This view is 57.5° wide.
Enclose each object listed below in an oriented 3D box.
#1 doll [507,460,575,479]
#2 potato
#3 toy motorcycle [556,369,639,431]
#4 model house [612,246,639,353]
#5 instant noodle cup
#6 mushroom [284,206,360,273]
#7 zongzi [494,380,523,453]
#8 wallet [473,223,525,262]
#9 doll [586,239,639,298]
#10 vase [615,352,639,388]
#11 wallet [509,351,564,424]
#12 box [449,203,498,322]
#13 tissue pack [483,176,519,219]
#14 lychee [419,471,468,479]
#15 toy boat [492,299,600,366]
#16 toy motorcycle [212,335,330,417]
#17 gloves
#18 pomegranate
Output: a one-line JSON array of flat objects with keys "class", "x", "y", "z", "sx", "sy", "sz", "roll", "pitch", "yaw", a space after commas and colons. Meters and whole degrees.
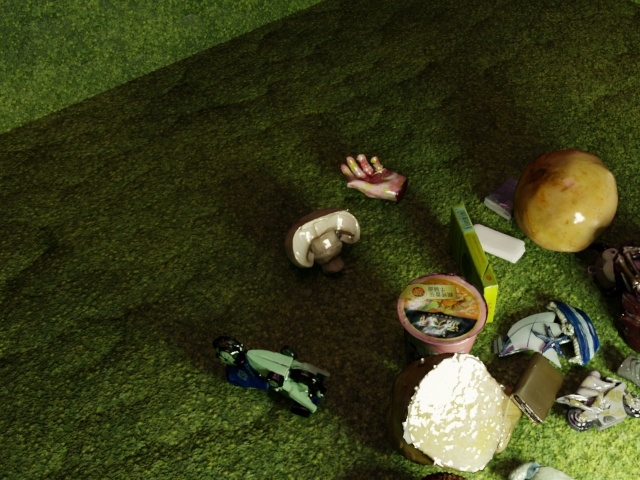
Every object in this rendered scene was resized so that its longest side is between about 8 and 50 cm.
[{"class": "doll", "x": 0.556, "y": 0.593, "z": 1.384, "sx": 0.214, "sy": 0.071, "sz": 0.103, "roll": 21, "pitch": 54, "yaw": 18}, {"class": "potato", "x": 0.273, "y": 0.404, "z": 1.449, "sx": 0.288, "sy": 0.301, "sz": 0.237, "roll": -52, "pitch": 18, "yaw": -9}, {"class": "toy motorcycle", "x": 0.728, "y": 0.413, "z": 1.529, "sx": 0.225, "sy": 0.073, "sz": 0.152, "roll": -10, "pitch": 49, "yaw": -9}, {"class": "model house", "x": 0.961, "y": 0.198, "z": 1.559, "sx": 0.297, "sy": 0.317, "sz": 0.282, "roll": -10, "pitch": 46, "yaw": 18}, {"class": "instant noodle cup", "x": 0.320, "y": 0.252, "z": 1.589, "sx": 0.244, "sy": 0.255, "sz": 0.243, "roll": -2, "pitch": 47, "yaw": 2}, {"class": "mushroom", "x": 0.000, "y": 0.000, "z": 1.918, "sx": 0.254, "sy": 0.195, "sz": 0.189, "roll": -27, "pitch": 18, "yaw": -10}, {"class": "zongzi", "x": 0.488, "y": 0.459, "z": 1.509, "sx": 0.198, "sy": 0.099, "sz": 0.194, "roll": 14, "pitch": 58, "yaw": -9}, {"class": "wallet", "x": 0.580, "y": 0.008, "z": 1.934, "sx": 0.190, "sy": 0.033, "sz": 0.095, "roll": 23, "pitch": 55, "yaw": 24}, {"class": "doll", "x": 0.945, "y": 0.084, "z": 1.775, "sx": 0.257, "sy": 0.117, "sz": 0.182, "roll": -1, "pitch": 63, "yaw": -1}, {"class": "vase", "x": 0.895, "y": 0.397, "z": 1.516, "sx": 0.115, "sy": 0.115, "sz": 0.237, "roll": -33, "pitch": 49, "yaw": -22}, {"class": "wallet", "x": 0.571, "y": 0.386, "z": 1.534, "sx": 0.110, "sy": 0.031, "sz": 0.198, "roll": 49, "pitch": 44, "yaw": 6}, {"class": "box", "x": 0.462, "y": 0.067, "z": 1.788, "sx": 0.047, "sy": 0.187, "sz": 0.335, "roll": -10, "pitch": 48, "yaw": 0}, {"class": "tissue pack", "x": 0.668, "y": -0.150, "z": 2.056, "sx": 0.156, "sy": 0.051, "sz": 0.112, "roll": -37, "pitch": 58, "yaw": -25}, {"class": "lychee", "x": 0.277, "y": 0.621, "z": 1.318, "sx": 0.195, "sy": 0.194, "sz": 0.194, "roll": -3, "pitch": 48, "yaw": 3}, {"class": "toy boat", "x": 0.651, "y": 0.289, "z": 1.657, "sx": 0.292, "sy": 0.070, "sz": 0.210, "roll": -29, "pitch": 47, "yaw": -15}, {"class": "toy motorcycle", "x": -0.144, "y": 0.363, "z": 1.596, "sx": 0.331, "sy": 0.196, "sz": 0.125, "roll": 21, "pitch": 53, "yaw": 7}, {"class": "gloves", "x": 0.186, "y": -0.221, "z": 2.121, "sx": 0.241, "sy": 0.126, "sz": 0.145, "roll": 23, "pitch": 78, "yaw": 20}, {"class": "pomegranate", "x": 0.790, "y": -0.121, "z": 1.860, "sx": 0.338, "sy": 0.338, "sz": 0.338, "roll": -3, "pitch": 48, "yaw": 3}]
